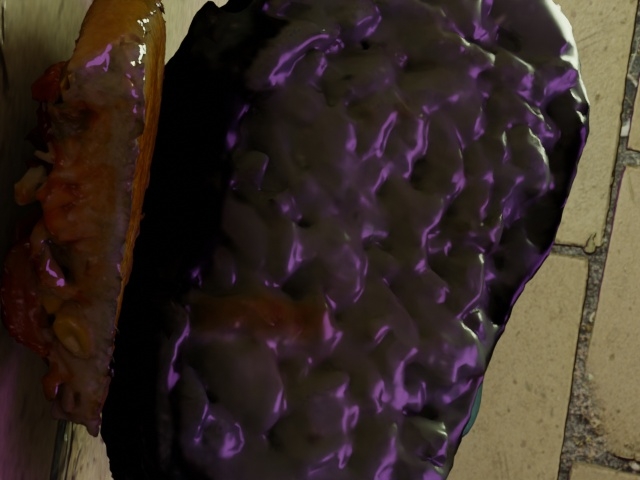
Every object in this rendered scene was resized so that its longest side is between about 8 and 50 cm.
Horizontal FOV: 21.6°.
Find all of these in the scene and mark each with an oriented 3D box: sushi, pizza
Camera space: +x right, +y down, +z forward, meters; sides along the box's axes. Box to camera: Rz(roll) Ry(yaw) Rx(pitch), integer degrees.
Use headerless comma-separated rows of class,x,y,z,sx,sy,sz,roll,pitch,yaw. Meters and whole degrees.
sushi,0.000,0.000,0.855,0.171,0.211,0.350,154,-48,-69
pizza,-0.101,-0.015,0.700,0.201,0.053,0.193,155,-56,-85

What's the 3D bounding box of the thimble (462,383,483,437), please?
thimble,0.029,0.068,1.331,0.235,0.198,0.143,-156,-108,-63
